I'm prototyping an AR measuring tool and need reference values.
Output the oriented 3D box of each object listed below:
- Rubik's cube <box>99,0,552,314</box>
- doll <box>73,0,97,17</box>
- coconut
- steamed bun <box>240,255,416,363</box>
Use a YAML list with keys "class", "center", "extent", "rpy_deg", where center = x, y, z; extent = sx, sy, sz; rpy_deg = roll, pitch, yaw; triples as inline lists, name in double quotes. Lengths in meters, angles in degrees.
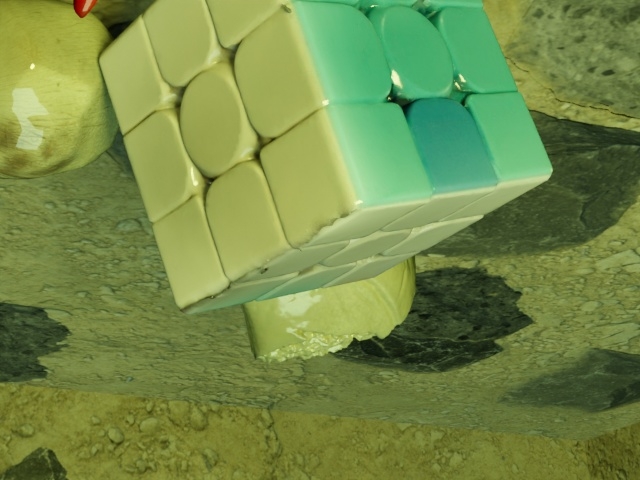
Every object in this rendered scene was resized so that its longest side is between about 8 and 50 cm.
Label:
- class: "Rubik's cube"
  center: [0.000, -0.122, 1.009]
  extent: [0.290, 0.291, 0.291]
  rpy_deg: [-9, 165, -44]
- class: "doll"
  center: [-0.356, -0.314, 0.817]
  extent: [0.384, 0.188, 0.099]
  rpy_deg: [30, 99, -35]
- class: "coconut"
  center: [-0.324, -0.162, 1.083]
  extent: [0.224, 0.224, 0.224]
  rpy_deg: [-2, 155, -1]
- class: "steamed bun"
  center: [0.000, 0.000, 1.405]
  extent: [0.272, 0.290, 0.273]
  rpy_deg: [-16, 148, -4]
